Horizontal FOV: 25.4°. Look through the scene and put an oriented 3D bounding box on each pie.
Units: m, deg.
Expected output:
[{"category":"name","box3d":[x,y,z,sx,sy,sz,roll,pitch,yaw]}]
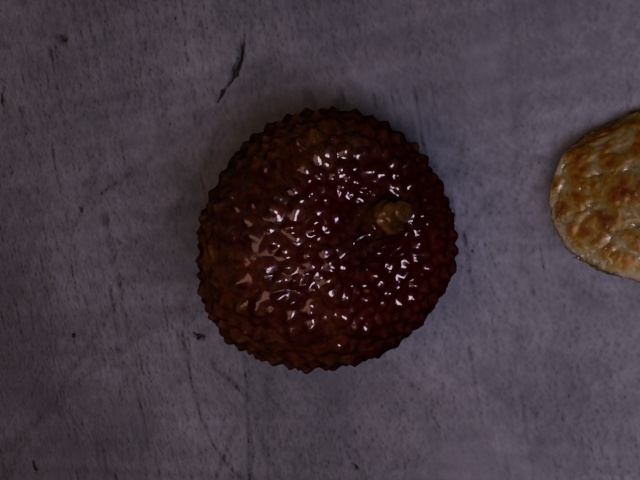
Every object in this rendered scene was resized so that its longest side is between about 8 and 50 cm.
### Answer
[{"category":"pie","box3d":[0.310,-0.040,1.326,0.193,0.079,0.163,25,106,33]}]

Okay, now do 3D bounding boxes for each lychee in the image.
[{"category":"lychee","box3d":[0.000,0.000,1.463,0.304,0.275,0.276,-25,84,59]}]
